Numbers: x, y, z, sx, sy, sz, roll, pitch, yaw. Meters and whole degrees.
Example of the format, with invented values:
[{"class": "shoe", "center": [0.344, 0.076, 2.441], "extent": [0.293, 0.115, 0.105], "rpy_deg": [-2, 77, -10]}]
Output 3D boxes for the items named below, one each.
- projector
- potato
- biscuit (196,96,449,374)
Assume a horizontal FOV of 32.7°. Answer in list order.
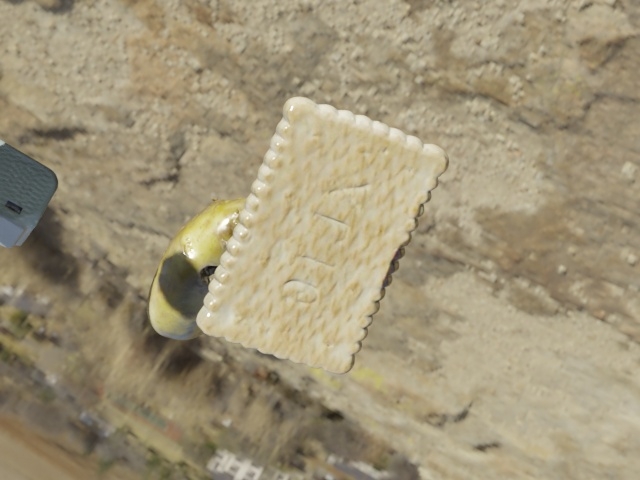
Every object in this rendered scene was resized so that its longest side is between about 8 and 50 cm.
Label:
[{"class": "projector", "center": [-0.522, -0.099, 1.601], "extent": [0.250, 0.108, 0.198], "rpy_deg": [30, 160, -14]}, {"class": "potato", "center": [-0.171, 0.035, 1.709], "extent": [0.141, 0.191, 0.296], "rpy_deg": [50, 128, 13]}, {"class": "biscuit", "center": [0.000, 0.000, 1.318], "extent": [0.217, 0.325, 0.044], "rpy_deg": [18, -162, -13]}]
